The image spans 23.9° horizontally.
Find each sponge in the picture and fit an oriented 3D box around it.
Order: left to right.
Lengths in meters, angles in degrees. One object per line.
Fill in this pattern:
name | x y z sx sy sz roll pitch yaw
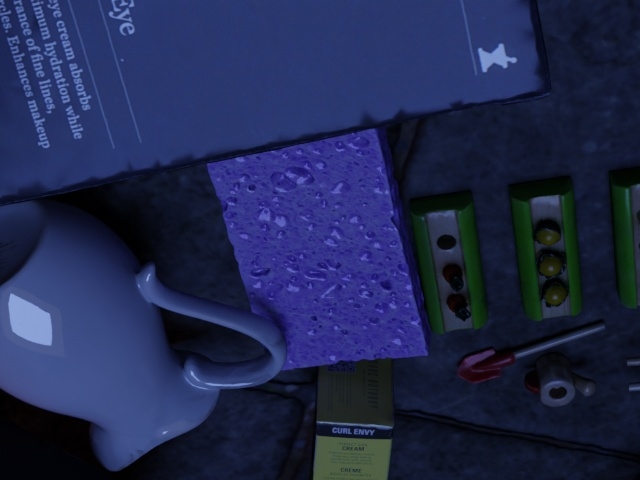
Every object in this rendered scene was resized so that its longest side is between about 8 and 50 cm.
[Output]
sponge | 0.000 0.000 1.014 0.117 0.031 0.210 -5 128 13

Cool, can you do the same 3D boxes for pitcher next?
pitcher | -0.136 0.055 1.010 0.177 0.125 0.207 -23 134 16

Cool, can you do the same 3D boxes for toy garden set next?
toy garden set | 0.197 0.049 1.053 0.244 0.049 0.204 -8 128 6

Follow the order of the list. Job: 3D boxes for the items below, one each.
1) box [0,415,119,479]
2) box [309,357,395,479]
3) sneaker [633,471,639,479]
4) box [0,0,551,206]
box | -0.233 0.268 1.116 0.184 0.103 0.261 30 128 0
box | 0.019 0.191 1.140 0.058 0.087 0.232 3 129 -1
sneaker | 0.325 0.203 1.140 0.350 0.148 0.131 -40 156 4
box | -0.078 -0.217 0.711 0.312 0.179 0.343 -10 112 8
